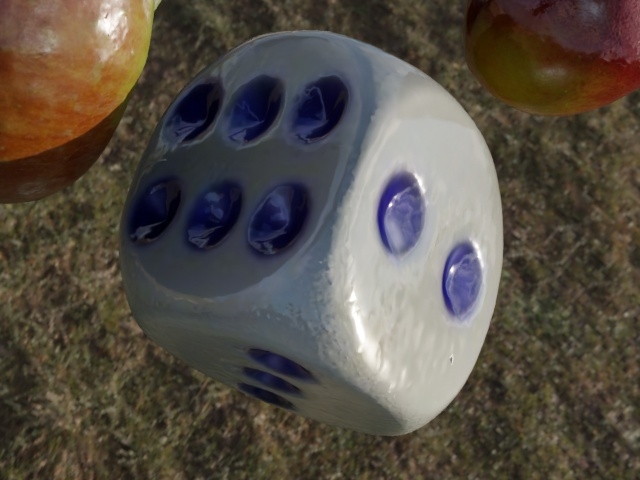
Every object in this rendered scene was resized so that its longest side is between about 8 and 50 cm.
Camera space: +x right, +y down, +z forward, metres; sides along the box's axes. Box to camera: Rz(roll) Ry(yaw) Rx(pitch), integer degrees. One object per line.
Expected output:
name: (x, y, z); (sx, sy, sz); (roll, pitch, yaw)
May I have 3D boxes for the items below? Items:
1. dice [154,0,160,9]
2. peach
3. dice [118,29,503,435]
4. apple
dice: (-0.360, -0.432, 1.416); (0.252, 0.249, 0.254); (39, 46, 10)
peach: (0.240, -0.207, 0.960); (0.197, 0.197, 0.197); (20, 38, -17)
dice: (0.000, 0.000, 0.980); (0.304, 0.277, 0.304); (42, 62, -45)
apple: (-0.278, -0.183, 0.794); (0.250, 0.309, 0.277); (9, 25, -33)
